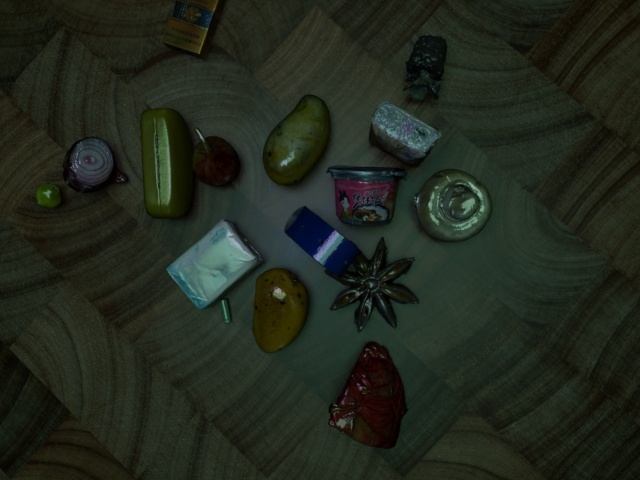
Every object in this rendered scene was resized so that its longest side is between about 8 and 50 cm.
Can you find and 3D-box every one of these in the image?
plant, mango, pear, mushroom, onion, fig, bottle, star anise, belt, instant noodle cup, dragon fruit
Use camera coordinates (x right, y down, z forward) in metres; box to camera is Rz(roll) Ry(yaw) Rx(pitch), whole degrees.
[{"bbox_3d":[0.353,-0.573,1.753,0.142,0.131,0.203,20,80,4],"label":"plant"},{"bbox_3d":[-0.137,0.238,1.761,0.190,0.160,0.291,9,93,-3],"label":"mango"},{"bbox_3d":[-0.975,-0.160,1.882,0.096,0.092,0.092,-24,86,20],"label":"pear"},{"bbox_3d":[0.428,-0.112,1.711,0.254,0.184,0.255,-1,100,-3],"label":"mushroom"},{"bbox_3d":[-0.788,-0.250,1.847,0.218,0.139,0.196,21,66,-36],"label":"onion"},{"bbox_3d":[-0.363,-0.275,1.769,0.174,0.207,0.175,0,85,-2],"label":"fig"},{"bbox_3d":[-0.333,0.247,1.837,0.030,0.030,0.084,-13,88,4],"label":"bottle"},{"bbox_3d":[0.171,0.149,1.757,0.331,0.117,0.332,-2,80,10],"label":"star anise"},{"bbox_3d":[-0.071,-0.336,1.777,0.176,0.175,0.330,45,70,-26],"label":"mango"},{"bbox_3d":[0.000,0.000,1.664,0.212,0.347,0.117,37,92,-21],"label":"belt"},{"bbox_3d":[0.150,-0.147,1.717,0.258,0.302,0.182,-5,104,-26],"label":"instant noodle cup"},{"bbox_3d":[0.132,0.495,1.733,0.240,0.302,0.331,-2,70,36],"label":"dragon fruit"}]

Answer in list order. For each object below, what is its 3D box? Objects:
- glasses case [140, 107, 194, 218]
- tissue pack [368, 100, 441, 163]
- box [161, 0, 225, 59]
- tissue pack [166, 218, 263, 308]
[{"bbox_3d":[-0.515,-0.261,1.797,0.140,0.173,0.372,-2,90,6],"label":"glasses case"},{"bbox_3d":[0.260,-0.329,1.690,0.214,0.257,0.123,32,88,4],"label":"tissue pack"},{"bbox_3d":[-0.448,-0.784,1.862,0.152,0.070,0.238,19,89,6],"label":"box"},{"bbox_3d":[-0.361,0.084,1.801,0.271,0.124,0.201,-41,89,2],"label":"tissue pack"}]
